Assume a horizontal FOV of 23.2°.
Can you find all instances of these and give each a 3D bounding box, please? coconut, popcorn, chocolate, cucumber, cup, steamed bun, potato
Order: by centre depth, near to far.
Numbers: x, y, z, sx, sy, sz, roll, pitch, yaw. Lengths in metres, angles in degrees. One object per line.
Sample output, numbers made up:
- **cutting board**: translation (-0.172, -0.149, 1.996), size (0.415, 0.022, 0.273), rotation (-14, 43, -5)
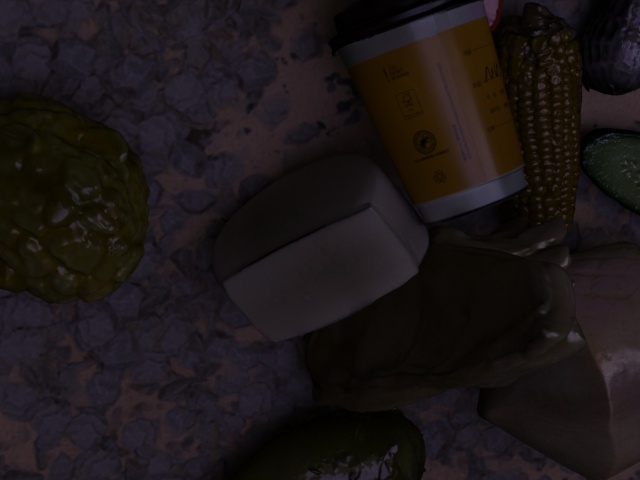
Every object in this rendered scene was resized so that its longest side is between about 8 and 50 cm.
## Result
- **popcorn**: translation (-0.320, -0.042, 1.736), size (0.252, 0.205, 0.237), rotation (-5, 132, 15)
- **cup**: translation (0.134, -0.168, 1.816), size (0.196, 0.196, 0.279), rotation (-22, 95, -11)
- **steamed bun**: translation (0.000, 0.000, 1.874), size (0.242, 0.164, 0.146), rotation (-28, 120, 17)
- **steamed bun**: translation (0.172, 0.079, 1.901), size (0.189, 0.428, 0.247), rotation (15, 66, -38)
- **chocolate**: translation (0.399, -0.295, 1.950), size (0.110, 0.110, 0.248), rotation (11, 106, -24)
- **coconut**: translation (0.343, 0.162, 2.012), size (0.329, 0.329, 0.328), rotation (-7, 112, -18)
- **potato**: translation (-0.002, 0.315, 2.020), size (0.298, 0.141, 0.176), rotation (-22, 113, -1)
- **cucumber**: translation (0.438, -0.093, 2.064), size (0.244, 0.063, 0.115), rotation (23, 109, -27)

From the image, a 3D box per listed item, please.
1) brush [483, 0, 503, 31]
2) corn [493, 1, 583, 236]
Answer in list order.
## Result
- **brush**: translation (0.191, -0.329, 1.888), size (0.070, 0.051, 0.323), rotation (-6, 112, -21)
- **corn**: translation (0.272, -0.144, 1.952), size (0.119, 0.119, 0.321), rotation (-14, 115, -15)
